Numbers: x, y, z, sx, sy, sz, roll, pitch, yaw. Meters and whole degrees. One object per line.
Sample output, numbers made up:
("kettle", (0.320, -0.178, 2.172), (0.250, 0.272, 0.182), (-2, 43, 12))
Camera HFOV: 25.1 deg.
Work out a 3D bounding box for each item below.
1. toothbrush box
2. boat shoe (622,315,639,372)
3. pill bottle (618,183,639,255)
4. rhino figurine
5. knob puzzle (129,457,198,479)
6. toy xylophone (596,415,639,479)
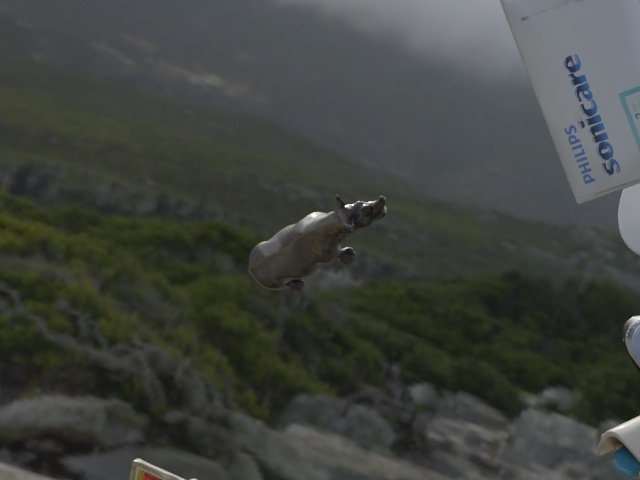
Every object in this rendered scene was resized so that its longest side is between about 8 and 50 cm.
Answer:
("toothbrush box", (0.282, -0.179, 1.455), (0.126, 0.216, 0.295), (-20, 7, 16))
("boat shoe", (0.405, 0.168, 1.546), (0.228, 0.080, 0.076), (44, 1, -6))
("pill bottle", (0.562, 0.007, 1.789), (0.363, 0.210, 0.210), (26, 2, -27))
("rhino figurine", (0.000, 0.000, 1.891), (0.106, 0.073, 0.243), (3, -27, -46))
("knob puzzle", (-0.189, 0.407, 1.922), (0.213, 0.213, 0.030), (22, 23, 23))
("toy xylophone", (0.477, 0.287, 1.647), (0.236, 0.081, 0.322), (-16, 42, -10))
